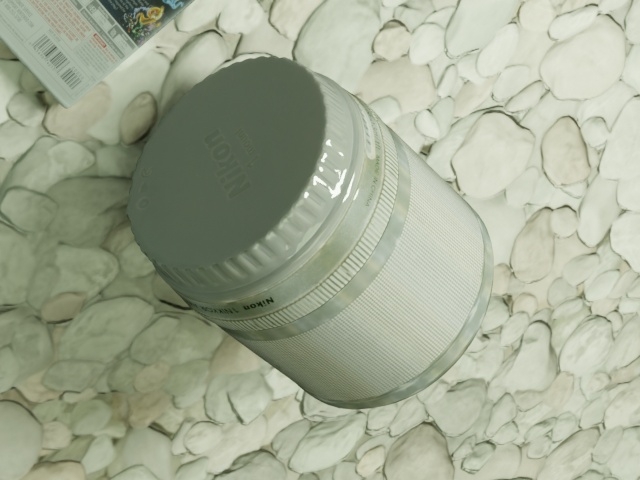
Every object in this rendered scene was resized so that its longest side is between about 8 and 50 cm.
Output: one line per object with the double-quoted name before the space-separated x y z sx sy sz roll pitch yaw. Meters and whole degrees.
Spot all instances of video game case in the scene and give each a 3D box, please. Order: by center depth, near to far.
"video game case" -0.184 -0.216 1.347 0.173 0.022 0.190 -41 133 -1

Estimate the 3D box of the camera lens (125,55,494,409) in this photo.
"camera lens" 0.000 0.000 1.483 0.219 0.219 0.274 -46 134 4
